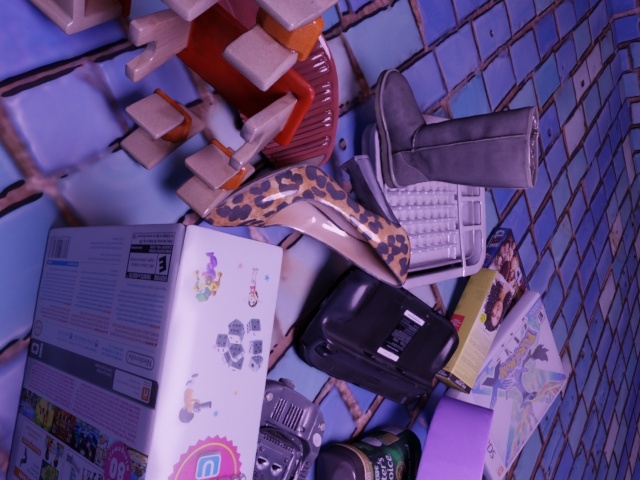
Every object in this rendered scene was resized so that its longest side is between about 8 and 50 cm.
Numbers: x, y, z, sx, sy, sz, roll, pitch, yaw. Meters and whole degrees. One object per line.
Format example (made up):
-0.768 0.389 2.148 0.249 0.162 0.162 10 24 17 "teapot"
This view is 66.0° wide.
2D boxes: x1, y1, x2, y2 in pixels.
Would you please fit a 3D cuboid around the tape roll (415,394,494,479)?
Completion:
0.214 0.403 0.809 0.275 0.090 0.274 10 90 -68 "tape roll"

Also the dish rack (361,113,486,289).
0.180 -0.070 0.861 0.333 0.072 0.285 -6 95 -46 "dish rack"

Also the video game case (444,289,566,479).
0.426 0.325 1.094 0.329 0.036 0.300 -42 119 -25 "video game case"

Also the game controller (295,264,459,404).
0.104 0.157 0.766 0.319 0.067 0.166 35 83 -41 "game controller"

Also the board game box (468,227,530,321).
0.419 0.115 1.127 0.165 0.042 0.243 -48 122 -35 "board game box"

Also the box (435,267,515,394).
0.295 0.172 0.959 0.087 0.058 0.232 39 73 -34 "box"

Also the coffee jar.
0.074 0.346 0.745 0.184 0.079 0.096 5 87 -45 "coffee jar"

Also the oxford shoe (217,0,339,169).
-0.058 -0.243 0.585 0.130 0.123 0.348 -106 -179 -52 "oxford shoe"

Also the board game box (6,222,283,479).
-0.158 0.143 0.406 0.098 0.224 0.303 15 79 -47 "board game box"

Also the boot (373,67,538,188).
0.180 -0.156 0.666 0.076 0.209 0.189 -21 104 -44 "boot"

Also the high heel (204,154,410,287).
0.000 0.000 0.614 0.261 0.093 0.186 -18 83 -32 "high heel"

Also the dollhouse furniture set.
-0.116 -0.191 0.446 0.259 0.262 0.135 41 54 -2 "dollhouse furniture set"

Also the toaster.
-0.106 0.244 0.511 0.129 0.146 0.227 42 61 -36 "toaster"
